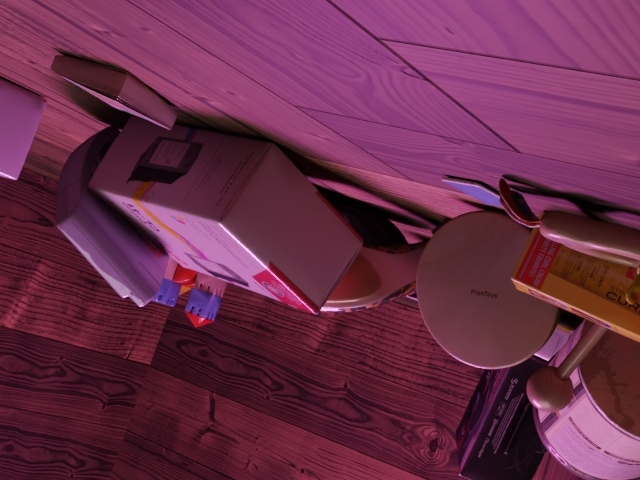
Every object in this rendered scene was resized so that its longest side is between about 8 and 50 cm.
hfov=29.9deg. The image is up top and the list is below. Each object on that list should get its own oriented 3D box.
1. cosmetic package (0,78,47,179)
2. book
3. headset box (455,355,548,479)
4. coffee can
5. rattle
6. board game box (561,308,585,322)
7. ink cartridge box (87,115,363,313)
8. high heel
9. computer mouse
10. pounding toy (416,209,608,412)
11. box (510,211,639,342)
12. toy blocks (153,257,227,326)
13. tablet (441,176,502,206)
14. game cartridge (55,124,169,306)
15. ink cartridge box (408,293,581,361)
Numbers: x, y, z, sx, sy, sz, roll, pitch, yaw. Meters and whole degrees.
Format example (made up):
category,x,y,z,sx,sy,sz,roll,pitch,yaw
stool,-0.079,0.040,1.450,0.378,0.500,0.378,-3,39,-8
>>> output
category,x,y,z,sx,sy,sz,roll,pitch,yaw
cosmetic package,-0.573,-0.200,1.770,0.224,0.138,0.225,16,175,40
book,-0.236,-0.172,1.386,0.096,0.035,0.144,22,178,19
headset box,0.311,0.273,1.925,0.110,0.218,0.293,24,-172,3
coffee can,0.389,0.182,1.489,0.202,0.201,0.275,19,161,5
rattle,0.250,0.035,1.166,0.200,0.142,0.130,14,-165,-7
board game box,0.383,0.083,1.716,0.214,0.046,0.317,20,175,-21
ink cartridge box,-0.129,-0.038,1.595,0.306,0.131,0.226,13,156,47
high heel,0.091,0.056,1.666,0.261,0.093,0.186,-21,163,7
computer mouse,0.030,-0.031,1.751,0.272,0.072,0.188,30,173,-5
pounding toy,0.236,0.067,1.399,0.237,0.183,0.110,39,-153,25
box,0.322,0.055,1.245,0.232,0.087,0.058,26,175,21
toy blocks,-0.302,0.018,2.433,0.381,0.261,0.191,18,175,22
tablet,0.172,-0.050,1.268,0.054,0.006,0.083,14,174,46
game cartridge,-0.292,-0.050,1.741,0.196,0.060,0.294,47,-160,-21
ink cartridge box,0.287,0.107,1.945,0.307,0.072,0.303,27,-171,21
